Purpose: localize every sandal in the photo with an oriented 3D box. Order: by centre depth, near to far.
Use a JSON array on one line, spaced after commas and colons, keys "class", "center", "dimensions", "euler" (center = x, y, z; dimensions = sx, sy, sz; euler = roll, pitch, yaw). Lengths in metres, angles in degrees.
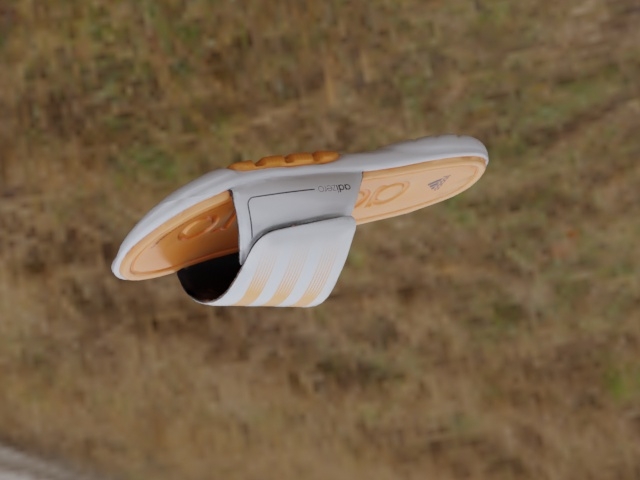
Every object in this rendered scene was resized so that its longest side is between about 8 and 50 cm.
[{"class": "sandal", "center": [0.004, -0.005, 1.197], "dimensions": [0.265, 0.076, 0.102], "euler": [-14, 157, -27]}]
